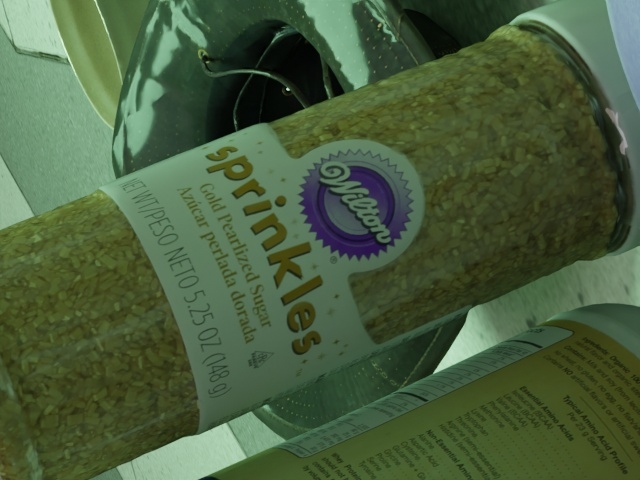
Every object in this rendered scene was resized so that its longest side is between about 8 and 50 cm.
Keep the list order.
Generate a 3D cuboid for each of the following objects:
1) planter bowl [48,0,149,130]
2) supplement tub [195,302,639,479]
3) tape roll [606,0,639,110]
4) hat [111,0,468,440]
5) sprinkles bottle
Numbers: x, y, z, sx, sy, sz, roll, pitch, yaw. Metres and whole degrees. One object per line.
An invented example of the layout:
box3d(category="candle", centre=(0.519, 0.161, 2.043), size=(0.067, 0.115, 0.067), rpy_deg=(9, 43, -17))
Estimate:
box3d(category="planter bowl", centre=(-0.136, -0.178, 1.421), size=(0.162, 0.109, 0.162), rpy_deg=(55, 159, 33))
box3d(category="supplement tub", centre=(0.091, 0.164, 0.816), size=(0.228, 0.316, 0.228), rpy_deg=(56, 159, 34))
box3d(category="tape roll", centre=(0.183, -0.079, 0.645), size=(0.189, 0.080, 0.189), rpy_deg=(54, 158, 34))
box3d(category="hat", centre=(0.016, -0.049, 1.092), size=(0.331, 0.134, 0.331), rpy_deg=(27, 127, 43))
box3d(category="sprinkles bottle", centre=(0.000, 0.000, 0.820), size=(0.121, 0.355, 0.121), rpy_deg=(55, 159, 33))
